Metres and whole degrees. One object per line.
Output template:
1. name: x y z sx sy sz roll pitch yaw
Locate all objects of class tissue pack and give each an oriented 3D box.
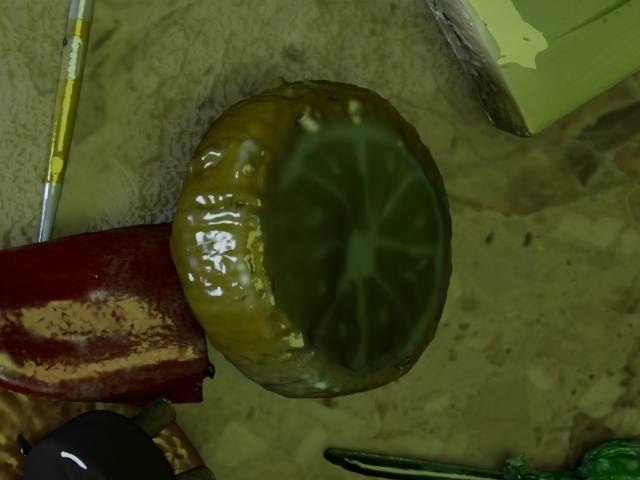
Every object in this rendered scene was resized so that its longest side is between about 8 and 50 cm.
1. tissue pack: 0.218 -0.210 1.328 0.234 0.125 0.159 -31 102 -6

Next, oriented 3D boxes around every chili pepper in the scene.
1. chili pepper: -0.203 0.067 1.264 0.252 0.136 0.144 -5 113 -18

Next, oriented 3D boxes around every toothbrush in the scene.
1. toothbrush: -0.216 -0.069 1.309 0.021 0.024 0.288 9 95 -11

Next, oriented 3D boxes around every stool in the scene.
1. stool: -0.139 0.208 1.220 0.121 0.217 0.125 -25 147 -43

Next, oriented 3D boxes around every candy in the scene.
1. candy: 0.164 0.207 1.402 0.323 0.097 0.097 6 96 -5
2. candy: 0.000 0.000 1.266 0.260 0.118 0.260 7 81 -47

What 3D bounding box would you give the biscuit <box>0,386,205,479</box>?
1. biscuit: -0.272 0.309 1.268 0.350 0.078 0.455 47 69 -3
